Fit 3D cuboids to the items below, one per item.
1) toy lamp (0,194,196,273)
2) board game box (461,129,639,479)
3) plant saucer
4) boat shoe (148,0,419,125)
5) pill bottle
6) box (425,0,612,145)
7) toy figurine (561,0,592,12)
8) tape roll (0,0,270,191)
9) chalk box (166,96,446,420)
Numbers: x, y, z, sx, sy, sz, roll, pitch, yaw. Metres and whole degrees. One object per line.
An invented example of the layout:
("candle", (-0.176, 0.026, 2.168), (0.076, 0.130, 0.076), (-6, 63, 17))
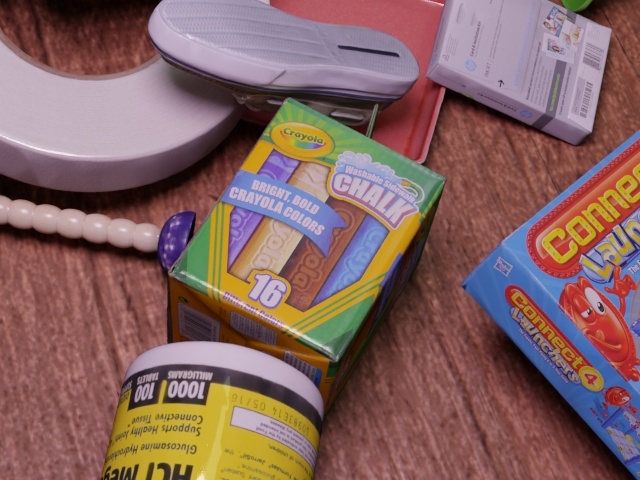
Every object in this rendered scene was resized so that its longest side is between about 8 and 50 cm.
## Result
("toy lamp", (-0.266, -0.018, 1.667), (0.275, 0.080, 0.080), (12, 61, 1))
("board game box", (0.342, 0.060, 1.597), (0.302, 0.086, 0.308), (48, 53, 7))
("plant saucer", (0.014, -0.206, 1.811), (0.259, 0.047, 0.258), (15, 61, 5))
("boat shoe", (-0.039, -0.164, 1.632), (0.302, 0.094, 0.109), (8, 42, -34))
("pill bottle", (-0.110, 0.272, 1.453), (0.188, 0.188, 0.333), (9, 60, 0))
("box", (0.215, -0.202, 1.800), (0.186, 0.038, 0.145), (23, 60, -14))
("toy figurine", (0.362, -0.319, 1.886), (0.159, 0.130, 0.173), (8, 35, -16))
("tape roll", (-0.245, -0.232, 1.702), (0.392, 0.072, 0.392), (7, 62, -12))
("chalk box", (0.000, 0.000, 1.618), (0.179, 0.180, 0.289), (29, 64, 10))
